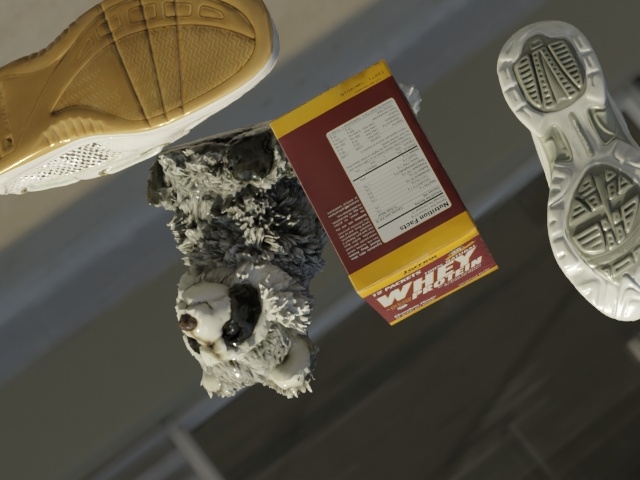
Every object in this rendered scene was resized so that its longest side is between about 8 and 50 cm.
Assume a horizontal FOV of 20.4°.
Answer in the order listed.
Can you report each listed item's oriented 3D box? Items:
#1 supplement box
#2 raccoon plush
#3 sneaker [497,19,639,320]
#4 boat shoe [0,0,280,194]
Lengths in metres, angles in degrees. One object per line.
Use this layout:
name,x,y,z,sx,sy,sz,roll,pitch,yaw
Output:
supplement box,0.067,-0.042,1.762,0.129,0.194,0.191,-29,164,5
raccoon plush,0.000,0.000,2.072,0.446,0.299,0.216,-19,-172,-31
sneaker,0.209,-0.048,1.318,0.090,0.232,0.115,-19,162,16
boat shoe,-0.135,-0.098,1.201,0.277,0.098,0.096,-17,163,27
